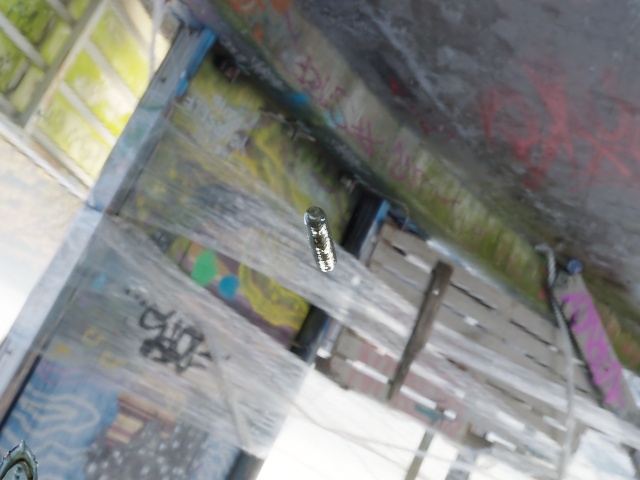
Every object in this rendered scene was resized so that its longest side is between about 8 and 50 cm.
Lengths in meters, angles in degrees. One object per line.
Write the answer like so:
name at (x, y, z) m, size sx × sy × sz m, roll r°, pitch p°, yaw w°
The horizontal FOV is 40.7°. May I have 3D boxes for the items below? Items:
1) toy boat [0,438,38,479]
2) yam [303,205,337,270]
toy boat at (-0.239, 0.194, 0.672) m, size 0.038 × 0.083 × 0.038 m, roll -3°, pitch 138°, yaw -3°
yam at (0.000, 0.000, 0.697) m, size 0.021 × 0.021 × 0.116 m, roll 23°, pitch 164°, yaw 13°
